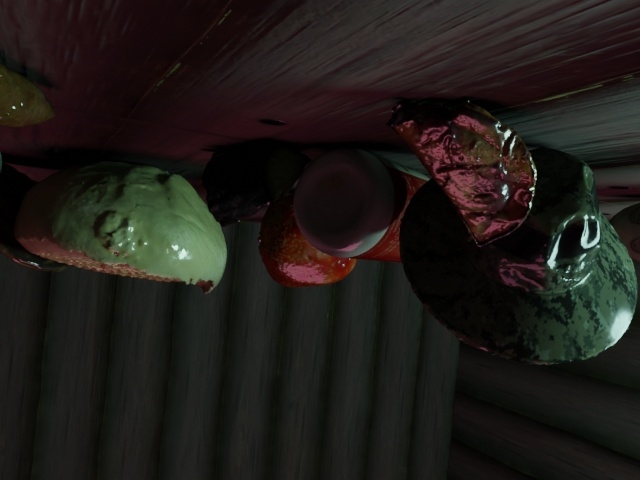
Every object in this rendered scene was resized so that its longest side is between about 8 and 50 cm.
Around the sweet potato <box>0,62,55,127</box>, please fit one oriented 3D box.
[{"bbox_3d":[-0.269,-0.122,0.492,0.065,0.051,0.218,2,178,16],"label":"sweet potato"}]

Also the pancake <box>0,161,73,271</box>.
[{"bbox_3d":[-0.586,-0.051,1.239,0.294,0.049,0.294,44,-168,-12],"label":"pancake"}]

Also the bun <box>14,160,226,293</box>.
[{"bbox_3d":[-0.337,-0.035,1.136,0.364,0.202,0.364,11,173,2],"label":"bun"}]

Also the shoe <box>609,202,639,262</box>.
[{"bbox_3d":[0.511,-0.014,0.837,0.098,0.103,0.275,9,171,-41],"label":"shoe"}]

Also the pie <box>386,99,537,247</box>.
[{"bbox_3d":[0.128,-0.062,0.535,0.092,0.034,0.170,-25,123,36],"label":"pie"}]

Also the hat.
[{"bbox_3d":[0.211,-0.018,0.645,0.265,0.265,0.128,6,142,3],"label":"hat"}]

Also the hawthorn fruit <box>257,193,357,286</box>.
[{"bbox_3d":[0.000,0.000,1.308,0.253,0.205,0.205,1,178,2],"label":"hawthorn fruit"}]

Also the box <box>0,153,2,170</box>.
[{"bbox_3d":[-0.381,-0.062,0.464,0.243,0.163,0.135,29,176,19],"label":"box"}]

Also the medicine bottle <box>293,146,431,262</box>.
[{"bbox_3d":[0.081,-0.038,0.824,0.131,0.131,0.250,5,179,33],"label":"medicine bottle"}]

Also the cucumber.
[{"bbox_3d":[-0.096,-0.082,0.827,0.115,0.086,0.193,-44,-157,-26],"label":"cucumber"}]
